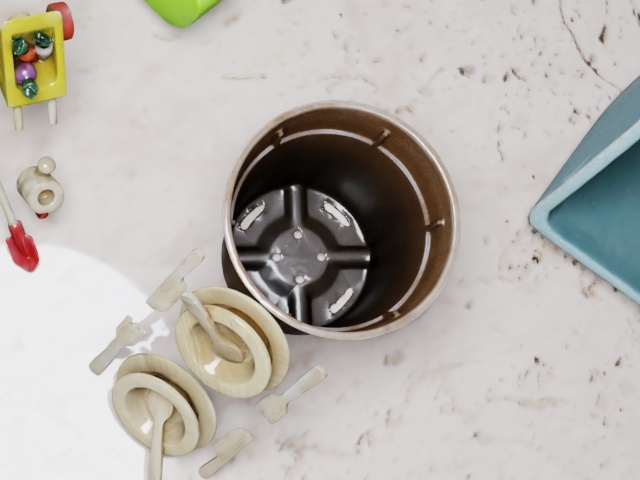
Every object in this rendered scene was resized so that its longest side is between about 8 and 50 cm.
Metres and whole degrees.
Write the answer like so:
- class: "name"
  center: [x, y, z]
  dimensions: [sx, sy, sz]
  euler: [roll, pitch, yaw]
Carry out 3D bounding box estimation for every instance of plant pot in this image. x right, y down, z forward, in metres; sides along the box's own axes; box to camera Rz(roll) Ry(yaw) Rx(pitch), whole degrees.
- class: "plant pot"
  center: [0.364, -0.081, 1.002]
  dimensions: [0.248, 0.247, 0.252]
  euler: [36, 56, -4]
- class: "plant pot"
  center: [0.000, 0.000, 0.935]
  dimensions: [0.167, 0.165, 0.167]
  euler: [2, 79, -11]

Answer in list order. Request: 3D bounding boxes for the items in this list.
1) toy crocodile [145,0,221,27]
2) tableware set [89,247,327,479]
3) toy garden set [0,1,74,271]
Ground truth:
- class: "toy crocodile"
  center: [-0.176, -0.315, 0.987]
  dimensions: [0.115, 0.105, 0.340]
  euler: [-27, 86, -16]
- class: "tableware set"
  center: [-0.093, 0.100, 0.885]
  dimensions: [0.128, 0.194, 0.039]
  euler: [44, 45, -2]
- class: "toy garden set"
  center: [-0.260, -0.049, 0.873]
  dimensions: [0.203, 0.049, 0.244]
  euler: [-16, 124, -27]
